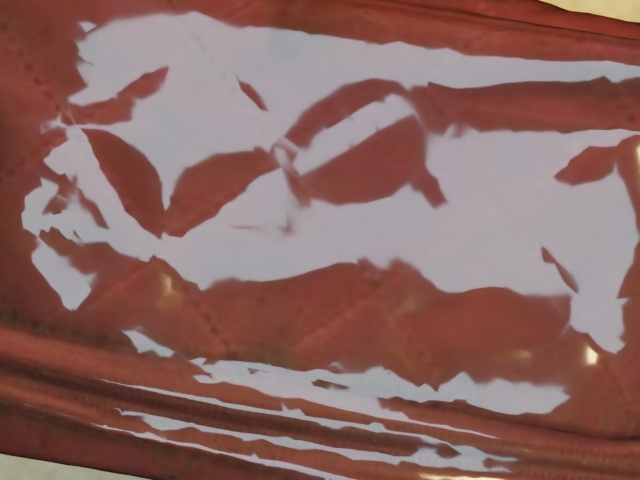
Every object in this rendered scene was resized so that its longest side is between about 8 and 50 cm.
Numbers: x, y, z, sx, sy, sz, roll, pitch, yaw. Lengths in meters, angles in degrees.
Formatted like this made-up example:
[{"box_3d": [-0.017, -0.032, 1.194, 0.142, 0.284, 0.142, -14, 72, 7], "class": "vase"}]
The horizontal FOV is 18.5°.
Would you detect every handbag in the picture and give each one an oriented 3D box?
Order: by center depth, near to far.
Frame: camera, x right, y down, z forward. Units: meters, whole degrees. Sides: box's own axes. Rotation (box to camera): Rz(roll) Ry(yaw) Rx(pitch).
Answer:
[{"box_3d": [0.000, 0.000, 0.477, 0.225, 0.146, 0.135, 11, 99, 2], "class": "handbag"}]
